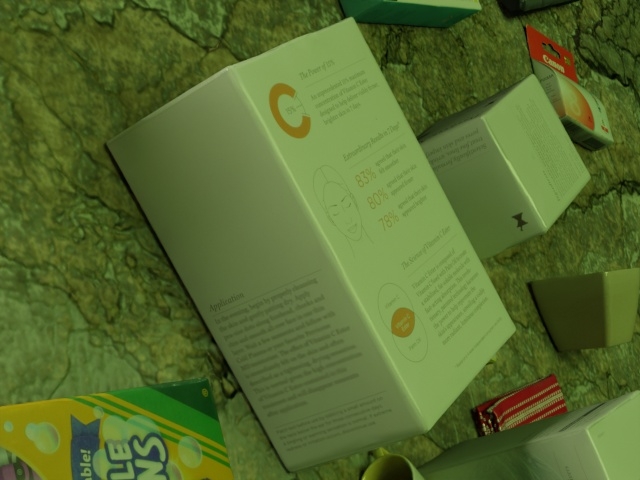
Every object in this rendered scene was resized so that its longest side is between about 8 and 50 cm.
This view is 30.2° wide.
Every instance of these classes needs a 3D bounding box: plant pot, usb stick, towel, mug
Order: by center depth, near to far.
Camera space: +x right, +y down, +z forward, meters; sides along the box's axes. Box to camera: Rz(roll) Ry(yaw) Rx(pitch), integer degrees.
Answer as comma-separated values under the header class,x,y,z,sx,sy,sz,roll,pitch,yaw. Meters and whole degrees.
class,x,y,z,sx,sy,sz,roll,pitch,yaw
mug,0.081,0.240,1.152,0.064,0.062,0.078,41,49,-41
towel,0.279,0.303,1.386,0.199,0.031,0.275,-10,78,-54
plant pot,0.349,0.091,1.540,0.109,0.109,0.096,-3,86,-52
usb stick,0.349,-0.400,1.863,0.278,0.045,0.077,-25,89,-54

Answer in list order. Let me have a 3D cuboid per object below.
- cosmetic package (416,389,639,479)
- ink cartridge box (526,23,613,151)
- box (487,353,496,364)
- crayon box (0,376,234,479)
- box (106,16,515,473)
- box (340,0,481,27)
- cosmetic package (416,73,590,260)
class,x,y,z,sx,sy,sz,roll,pitch,yaw
cosmetic package,0.237,0.296,1.171,0.138,0.224,0.224,-16,83,-51
ink cartridge box,0.382,-0.238,1.814,0.145,0.045,0.179,19,59,-46
box,0.126,0.068,1.320,0.179,0.043,0.105,31,49,-41
crayon box,-0.186,0.215,0.811,0.323,0.083,0.203,-1,71,-51
box,0.000,0.000,1.095,0.215,0.168,0.345,-35,99,-53
box,0.108,-0.330,1.509,0.244,0.060,0.101,-10,78,-53
cosmetic package,0.198,-0.079,1.401,0.151,0.151,0.183,60,35,-6
